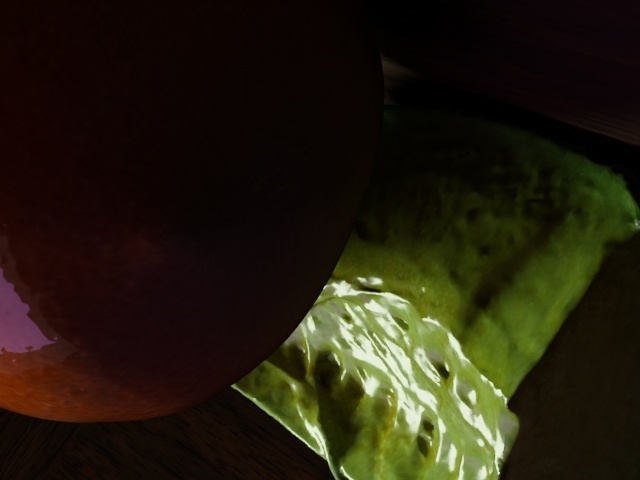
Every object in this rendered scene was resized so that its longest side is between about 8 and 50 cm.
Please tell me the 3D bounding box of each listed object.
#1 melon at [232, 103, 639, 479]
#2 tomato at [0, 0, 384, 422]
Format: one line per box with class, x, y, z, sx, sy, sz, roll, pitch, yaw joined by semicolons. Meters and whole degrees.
melon;0.043;0.057;0.929;0.343;0.226;0.331;40;146;41
tomato;-0.109;-0.057;0.782;0.321;0.321;0.321;35;170;7
